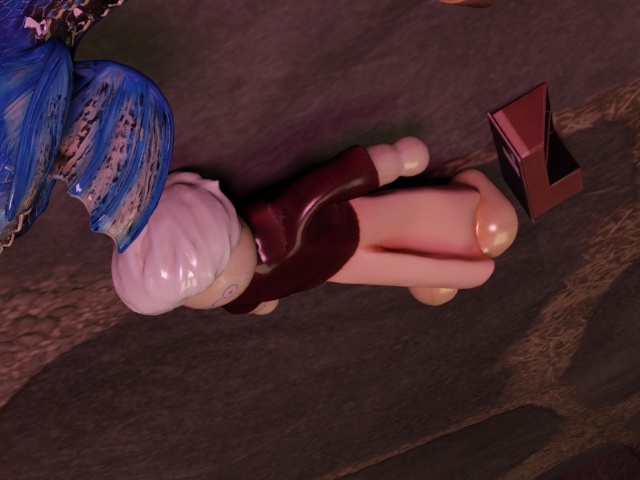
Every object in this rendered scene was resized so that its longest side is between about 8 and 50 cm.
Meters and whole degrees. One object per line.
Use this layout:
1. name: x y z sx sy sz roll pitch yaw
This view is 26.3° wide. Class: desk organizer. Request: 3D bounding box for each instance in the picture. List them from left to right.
1. desk organizer: 0.169 -0.067 1.062 0.050 0.047 0.130 -31 157 1

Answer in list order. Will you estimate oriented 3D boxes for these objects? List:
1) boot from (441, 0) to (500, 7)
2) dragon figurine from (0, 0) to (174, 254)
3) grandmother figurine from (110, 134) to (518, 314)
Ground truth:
1. boot: 0.092 -0.217 0.612 0.115 0.112 0.305 1 147 -30
2. dragon figurine: -0.125 -0.043 0.605 0.144 0.289 0.085 3 172 33
3. grandmother figurine: 0.000 0.000 0.956 0.342 0.104 0.208 -5 139 -47
